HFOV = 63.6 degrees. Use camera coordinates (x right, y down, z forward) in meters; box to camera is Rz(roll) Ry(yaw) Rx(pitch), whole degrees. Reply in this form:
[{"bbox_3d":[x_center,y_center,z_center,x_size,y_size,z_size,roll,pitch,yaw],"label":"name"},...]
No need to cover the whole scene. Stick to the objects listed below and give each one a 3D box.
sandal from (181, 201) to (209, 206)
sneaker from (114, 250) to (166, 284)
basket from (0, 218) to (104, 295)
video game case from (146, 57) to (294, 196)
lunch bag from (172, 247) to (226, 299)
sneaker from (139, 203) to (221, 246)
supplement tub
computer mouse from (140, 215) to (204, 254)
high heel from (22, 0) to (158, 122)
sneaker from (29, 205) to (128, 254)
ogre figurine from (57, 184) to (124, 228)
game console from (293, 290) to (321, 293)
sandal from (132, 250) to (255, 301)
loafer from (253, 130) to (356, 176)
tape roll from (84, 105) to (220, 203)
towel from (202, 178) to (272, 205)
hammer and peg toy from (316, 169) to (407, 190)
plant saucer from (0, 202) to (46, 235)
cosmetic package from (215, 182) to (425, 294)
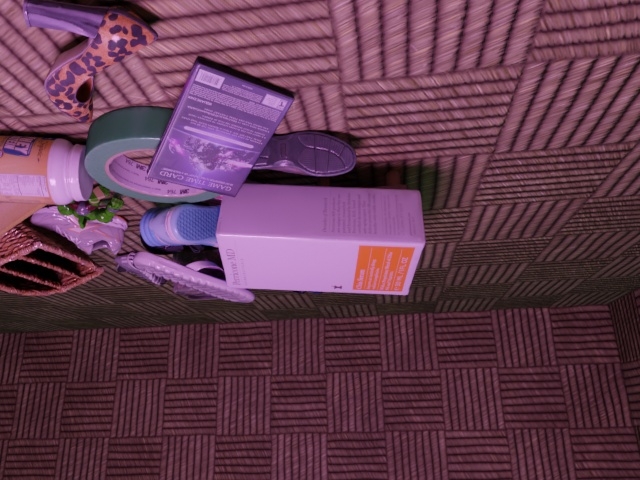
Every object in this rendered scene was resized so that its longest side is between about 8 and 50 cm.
[{"bbox_3d":[-0.349,-0.063,1.548,0.097,0.055,0.255,-7,152,-7],"label":"sandal"},{"bbox_3d":[-0.691,0.104,1.961,0.132,0.086,0.229,-3,151,20],"label":"sneaker"},{"bbox_3d":[-0.854,0.077,1.534,0.223,0.214,0.299,33,172,21],"label":"basket"},{"bbox_3d":[-0.200,-0.204,1.011,0.196,0.026,0.274,11,134,-33],"label":"video game case"},{"bbox_3d":[-0.395,0.130,1.919,0.235,0.169,0.287,-5,168,1],"label":"lunch bag"},{"bbox_3d":[-0.354,-0.039,1.429,0.208,0.127,0.319,-2,173,30],"label":"sneaker"},{"bbox_3d":[-0.611,-0.151,1.116,0.199,0.145,0.144,2,161,-9],"label":"supplement tub"},{"bbox_3d":[-0.502,-0.011,1.594,0.261,0.060,0.184,3,146,35],"label":"computer mouse"},{"bbox_3d":[-0.353,-0.271,0.855,0.186,0.093,0.261,7,151,-6],"label":"high heel"},{"bbox_3d":[-0.707,-0.023,1.512,0.262,0.121,0.099,8,159,-23],"label":"sneaker"},{"bbox_3d":[-0.623,-0.095,1.356,0.196,0.097,0.118,-5,152,-23],"label":"ogre figurine"},{"bbox_3d":[-0.145,0.064,1.689,0.292,0.250,0.173,14,-154,21],"label":"game console"},{"bbox_3d":[-0.384,0.101,1.661,0.416,0.102,0.169,24,159,-28],"label":"sandal"},{"bbox_3d":[-0.053,-0.192,1.154,0.267,0.096,0.084,5,-179,3],"label":"loafer"},{"bbox_3d":[-0.352,-0.179,1.158,0.320,0.077,0.321,-1,161,0],"label":"tape roll"},{"bbox_3d":[-0.222,-0.127,1.396,0.144,0.029,0.197,13,159,-35],"label":"towel"},{"bbox_3d":[0.114,-0.060,1.451,0.265,0.128,0.361,-4,161,8],"label":"hammer and peg toy"},{"bbox_3d":[-0.883,-0.116,1.223,0.332,0.081,0.332,-25,152,23],"label":"plant saucer"},{"bbox_3d":[0.000,0.000,1.228,0.452,0.162,0.230,2,144,1],"label":"cosmetic package"}]
